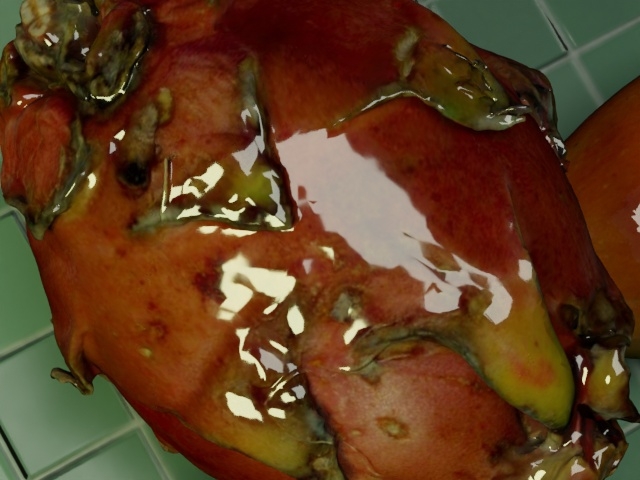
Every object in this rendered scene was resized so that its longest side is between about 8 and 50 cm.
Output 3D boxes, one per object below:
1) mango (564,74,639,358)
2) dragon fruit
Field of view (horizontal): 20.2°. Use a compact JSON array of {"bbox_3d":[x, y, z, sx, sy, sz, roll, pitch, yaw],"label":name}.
[{"bbox_3d":[0.225,-0.039,0.929,0.289,0.129,0.146,-35,84,-28],"label":"mango"},{"bbox_3d":[0.004,0.002,0.809,0.315,0.250,0.250,21,70,11],"label":"dragon fruit"}]
